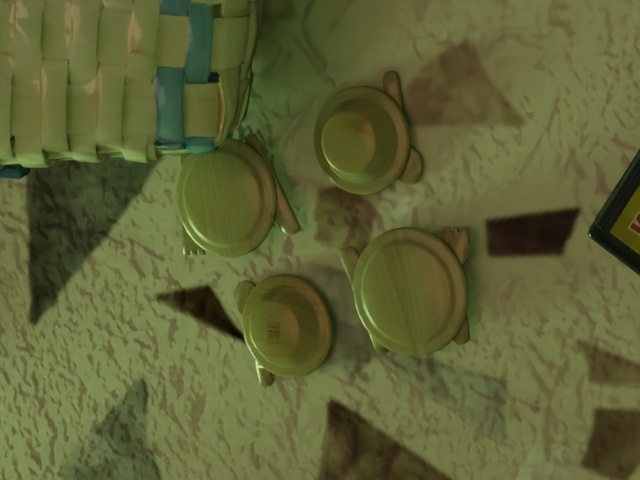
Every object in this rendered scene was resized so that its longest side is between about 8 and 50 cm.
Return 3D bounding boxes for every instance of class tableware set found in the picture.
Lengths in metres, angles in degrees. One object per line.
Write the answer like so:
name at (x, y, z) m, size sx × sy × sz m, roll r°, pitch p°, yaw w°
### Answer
tableware set at (0.000, 0.000, 0.869) m, size 0.168 × 0.020 × 0.141 m, roll -18°, pitch 88°, yaw 32°

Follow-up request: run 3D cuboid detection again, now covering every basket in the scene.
basket at (-0.169, -0.146, 0.828) m, size 0.289 × 0.201 × 0.255 m, roll 9°, pitch 102°, yaw -1°

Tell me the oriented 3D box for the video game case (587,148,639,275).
video game case at (0.278, -0.040, 0.684) m, size 0.248 × 0.035 × 0.275 m, roll 39°, pitch 115°, yaw 21°
